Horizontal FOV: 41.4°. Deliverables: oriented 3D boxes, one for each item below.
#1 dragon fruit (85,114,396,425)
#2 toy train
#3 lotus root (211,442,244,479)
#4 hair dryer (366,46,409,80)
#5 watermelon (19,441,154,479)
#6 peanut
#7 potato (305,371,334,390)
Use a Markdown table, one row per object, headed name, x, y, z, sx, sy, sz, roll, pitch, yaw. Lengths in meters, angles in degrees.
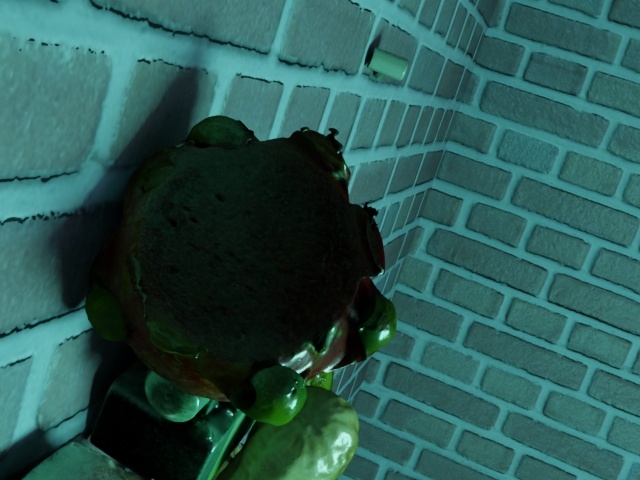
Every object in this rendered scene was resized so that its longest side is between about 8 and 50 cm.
| name | x | y | z | sx | sy | sz | roll | pitch | yaw |
| --- | --- | --- | --- | --- | --- | --- | --- | --- | --- |
| dragon fruit | -0.066 | 0.027 | 0.752 | 0.130 | 0.268 | 0.295 | 123 | -31 | -56 |
| toy train | -0.118 | 0.128 | 0.931 | 0.238 | 0.167 | 0.299 | -64 | 170 | 26 |
| lotus root | -0.163 | 0.425 | 1.140 | 0.310 | 0.182 | 0.183 | -65 | 168 | 4 |
| hair dryer | 0.104 | -0.289 | 1.430 | 0.124 | 0.063 | 0.038 | 180 | -70 | -82 |
| watermelon | -0.205 | 0.317 | 0.748 | 0.193 | 0.231 | 0.310 | -103 | -175 | -51 |
| peanut | -0.053 | 0.260 | 0.945 | 0.236 | 0.110 | 0.120 | -49 | -162 | 15 |
| potato | -0.053 | 0.232 | 1.379 | 0.186 | 0.148 | 0.253 | -80 | 177 | -67 |
